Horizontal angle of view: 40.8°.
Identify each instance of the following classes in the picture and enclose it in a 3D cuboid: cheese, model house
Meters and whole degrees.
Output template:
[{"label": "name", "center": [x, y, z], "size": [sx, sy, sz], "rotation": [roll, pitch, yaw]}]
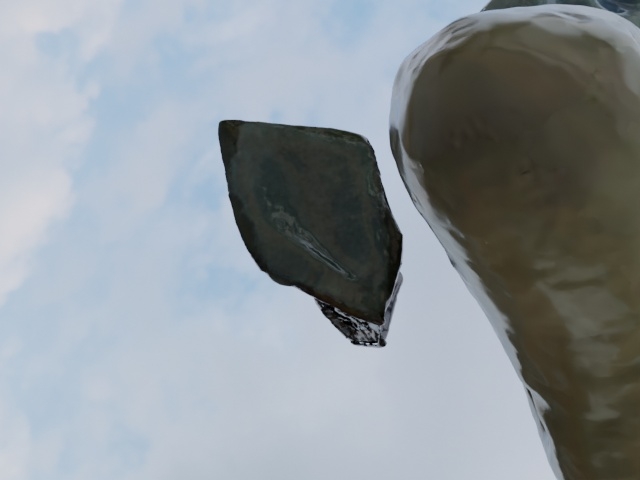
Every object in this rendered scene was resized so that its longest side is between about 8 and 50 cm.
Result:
[{"label": "cheese", "center": [0.164, 0.064, 0.443], "size": [0.129, 0.351, 0.328], "rotation": [-18, -102, 24]}, {"label": "model house", "center": [0.001, 0.006, 0.620], "size": [0.106, 0.152, 0.165], "rotation": [-12, -112, 0]}]

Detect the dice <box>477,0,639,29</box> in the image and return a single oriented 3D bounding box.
[{"label": "dice", "center": [0.344, -0.199, 1.098], "size": [0.264, 0.268, 0.262], "rotation": [60, -22, 16]}]
